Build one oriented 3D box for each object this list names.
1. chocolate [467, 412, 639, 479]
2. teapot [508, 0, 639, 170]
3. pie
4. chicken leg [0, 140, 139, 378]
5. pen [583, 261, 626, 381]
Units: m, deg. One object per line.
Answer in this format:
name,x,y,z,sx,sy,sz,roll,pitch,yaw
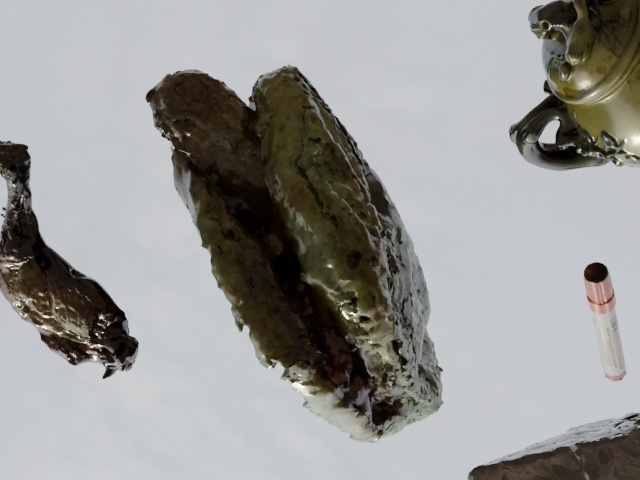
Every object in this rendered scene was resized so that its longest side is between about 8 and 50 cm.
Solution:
chocolate,0.224,0.095,0.418,0.112,0.321,0.111,-12,-101,-49
teapot,0.245,-0.146,0.850,0.183,0.269,0.173,16,-128,-25
pie,0.013,0.016,1.095,0.180,0.418,0.395,-30,-113,9
chicken leg,-0.249,0.024,0.943,0.106,0.253,0.051,-9,-151,30
pen,0.296,0.089,1.077,0.028,0.239,0.028,-9,-123,15
